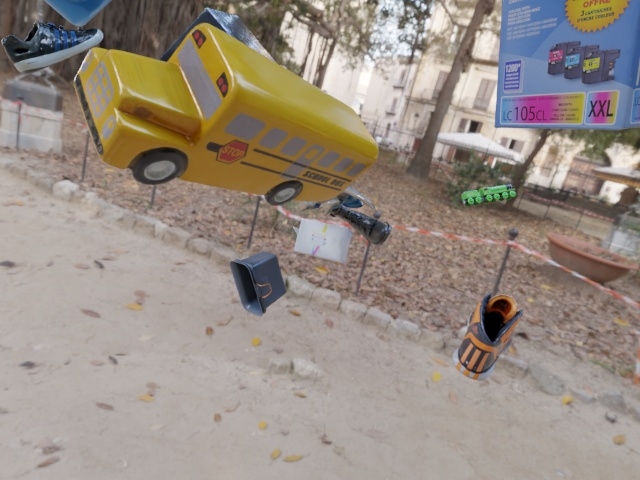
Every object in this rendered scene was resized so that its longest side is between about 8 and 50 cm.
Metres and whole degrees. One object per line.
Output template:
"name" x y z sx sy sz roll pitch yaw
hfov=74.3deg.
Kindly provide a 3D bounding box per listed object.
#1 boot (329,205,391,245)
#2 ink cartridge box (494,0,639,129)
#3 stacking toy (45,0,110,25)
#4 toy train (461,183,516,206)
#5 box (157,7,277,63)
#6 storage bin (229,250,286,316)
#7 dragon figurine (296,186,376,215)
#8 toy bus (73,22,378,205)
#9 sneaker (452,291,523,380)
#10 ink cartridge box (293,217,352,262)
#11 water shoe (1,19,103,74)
"boot" 0.104 -0.081 1.484 0.229 0.091 0.263 28 0 -27
"ink cartridge box" 0.490 -0.415 0.789 0.151 0.396 0.270 -12 19 -29
"stacking toy" -0.577 -0.679 1.021 0.166 0.175 0.302 44 23 -44
"toy train" 0.247 -0.067 0.620 0.083 0.024 0.017 -10 -14 -9
"box" -0.265 -0.508 1.300 0.293 0.212 0.395 47 18 -19
"storage bin" -0.134 0.092 0.976 0.091 0.135 0.098 -30 26 -37
"dragon figurine" 0.042 -0.108 0.940 0.144 0.085 0.289 -15 11 -40
"toy bus" -0.074 -0.125 0.474 0.332 0.130 0.108 5 53 -55
"sneaker" 0.442 0.198 1.052 0.124 0.180 0.321 27 32 19
"ink cartridge box" 0.000 0.000 1.113 0.143 0.090 0.092 12 -3 13
"water shoe" -0.546 -0.418 0.875 0.073 0.080 0.203 4 42 34
